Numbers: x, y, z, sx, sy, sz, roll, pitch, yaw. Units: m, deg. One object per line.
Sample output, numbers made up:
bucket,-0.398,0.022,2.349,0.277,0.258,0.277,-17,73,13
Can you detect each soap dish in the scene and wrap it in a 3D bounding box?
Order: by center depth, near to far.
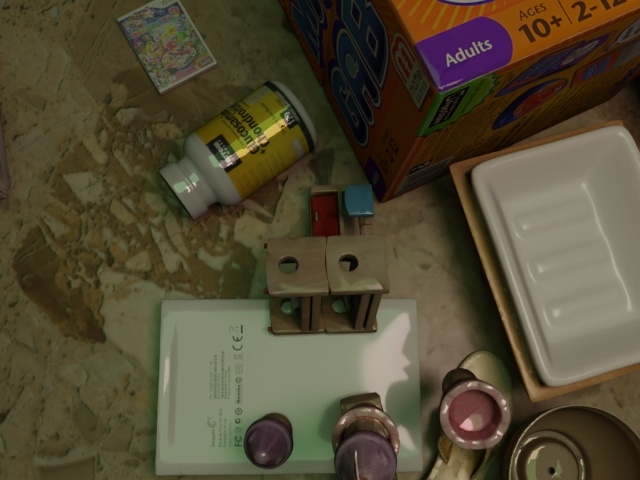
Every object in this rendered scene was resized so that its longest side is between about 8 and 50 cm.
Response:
soap dish,0.301,0.021,0.823,0.228,0.118,0.291,-16,79,-6

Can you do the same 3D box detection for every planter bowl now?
planter bowl,0.277,0.268,0.776,0.161,0.109,0.162,0,78,-2

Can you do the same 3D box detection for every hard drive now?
hard drive,-0.036,0.171,0.816,0.307,0.040,0.203,0,78,-3

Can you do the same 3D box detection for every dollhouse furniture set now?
dollhouse furniture set,0.000,0.000,0.786,0.128,0.129,0.184,-2,63,-3

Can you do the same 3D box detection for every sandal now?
sandal,0.173,0.242,0.791,0.088,0.079,0.240,25,78,3

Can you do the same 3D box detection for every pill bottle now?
pill bottle,-0.102,-0.108,0.839,0.184,0.103,0.103,-37,82,-9

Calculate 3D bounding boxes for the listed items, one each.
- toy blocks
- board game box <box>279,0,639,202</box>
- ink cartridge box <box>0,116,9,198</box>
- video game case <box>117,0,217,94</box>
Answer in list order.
toy blocks,0.048,0.298,0.637,0.308,0.260,0.289,-12,90,5
board game box,0.170,-0.309,0.763,0.356,0.356,0.357,-24,80,-7
ink cartridge box,-0.559,-0.140,0.811,0.306,0.131,0.226,-13,79,-4
video game case,-0.205,-0.265,0.913,0.087,0.011,0.122,-30,81,-8
